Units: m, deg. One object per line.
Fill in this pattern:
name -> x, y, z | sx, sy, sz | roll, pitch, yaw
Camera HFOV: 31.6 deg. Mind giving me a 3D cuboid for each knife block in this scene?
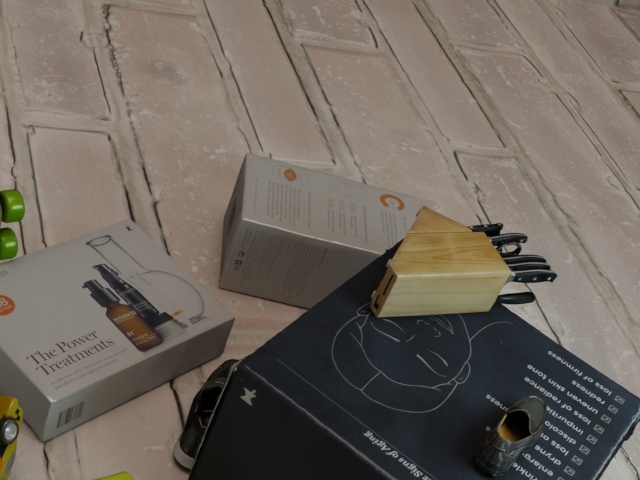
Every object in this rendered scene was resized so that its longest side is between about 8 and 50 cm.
knife block -> 0.229, 0.060, 1.733 | 0.242, 0.088, 0.276 | 27, 35, 7

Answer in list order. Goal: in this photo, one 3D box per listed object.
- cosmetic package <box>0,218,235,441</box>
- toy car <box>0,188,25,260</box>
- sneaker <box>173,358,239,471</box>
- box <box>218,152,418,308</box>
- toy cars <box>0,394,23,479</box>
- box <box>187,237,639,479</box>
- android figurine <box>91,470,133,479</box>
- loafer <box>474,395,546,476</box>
cosmetic package -> -0.370, 0.128, 1.817 | 0.284, 0.097, 0.377 | 39, 39, 25
toy car -> -0.579, -0.056, 1.776 | 0.155, 0.149, 0.188 | -10, 44, -38
sneaker -> -0.154, 0.249, 1.765 | 0.078, 0.106, 0.234 | 25, 36, 2
box -> 0.000, 0.000, 2.112 | 0.345, 0.168, 0.215 | 14, 37, -11
toy cars -> -0.422, 0.375, 1.465 | 0.176, 0.087, 0.394 | -31, 49, 3
box -> 0.148, 0.308, 1.691 | 0.480, 0.297, 0.472 | 36, 36, 17
android figurine -> -0.260, 0.425, 1.531 | 0.273, 0.056, 0.248 | -8, 46, -38
loafer -> 0.269, 0.253, 1.530 | 0.062, 0.061, 0.170 | 32, 36, 15
